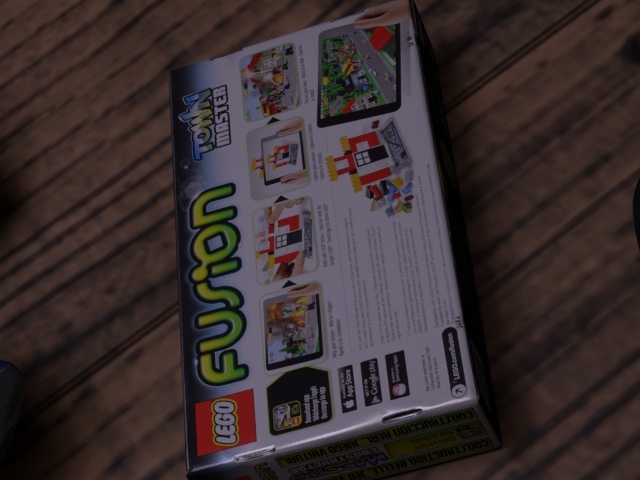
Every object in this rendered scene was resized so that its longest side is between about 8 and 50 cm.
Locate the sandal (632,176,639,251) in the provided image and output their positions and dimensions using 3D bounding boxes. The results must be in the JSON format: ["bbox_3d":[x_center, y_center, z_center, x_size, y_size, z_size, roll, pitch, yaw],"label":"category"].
[{"bbox_3d":[0.158,0.055,0.572,0.097,0.054,0.254,-23,49,7],"label":"sandal"}]

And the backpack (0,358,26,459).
[{"bbox_3d":[-0.166,0.064,0.670,0.084,0.114,0.105,25,65,14],"label":"backpack"}]

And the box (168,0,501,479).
[{"bbox_3d":[0.000,0.000,0.696,0.114,0.036,0.207,-16,51,13],"label":"box"}]
